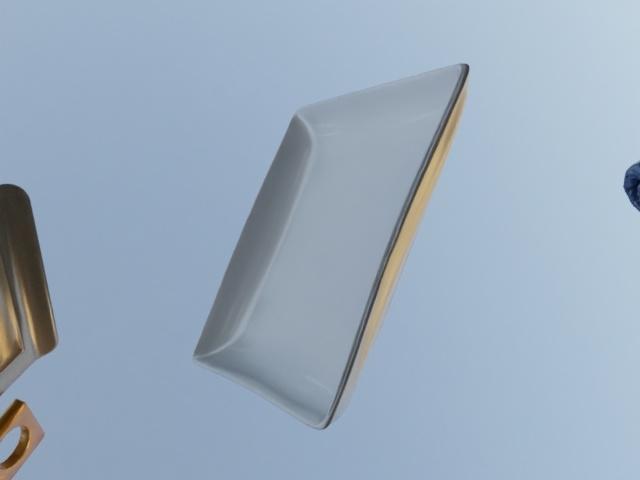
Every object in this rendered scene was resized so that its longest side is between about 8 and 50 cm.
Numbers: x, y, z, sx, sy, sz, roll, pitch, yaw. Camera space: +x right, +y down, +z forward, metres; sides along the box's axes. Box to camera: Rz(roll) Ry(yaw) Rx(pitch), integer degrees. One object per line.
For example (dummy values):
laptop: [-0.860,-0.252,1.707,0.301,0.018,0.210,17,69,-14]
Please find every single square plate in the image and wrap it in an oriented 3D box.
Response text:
square plate: [0.000,0.000,0.792,0.049,0.347,0.344,26,-100,-26]

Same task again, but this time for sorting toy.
sorting toy: [-0.286,0.073,0.557,0.047,0.347,0.196,18,-141,18]

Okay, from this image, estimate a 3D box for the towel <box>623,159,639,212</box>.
towel: [0.185,-0.035,0.300,0.119,0.029,0.067,-31,-124,-14]
